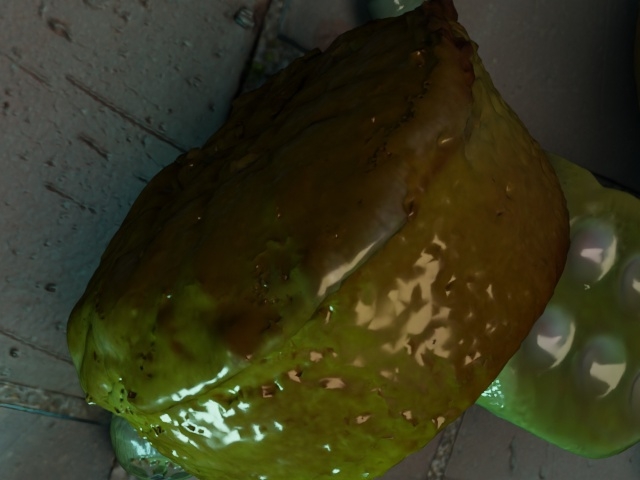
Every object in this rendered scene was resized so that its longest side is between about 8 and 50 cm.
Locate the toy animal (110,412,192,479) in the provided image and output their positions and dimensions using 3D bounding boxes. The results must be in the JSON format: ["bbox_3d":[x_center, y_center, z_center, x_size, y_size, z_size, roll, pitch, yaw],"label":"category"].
[{"bbox_3d":[-0.136,0.162,1.034,0.098,0.137,0.098,7,58,-12],"label":"toy animal"}]

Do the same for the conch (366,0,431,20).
[{"bbox_3d":[0.076,-0.188,1.080,0.065,0.088,0.180,-13,122,20],"label":"conch"}]

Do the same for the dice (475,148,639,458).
[{"bbox_3d":[0.193,0.049,1.087,0.238,0.233,0.227,28,88,-29],"label":"dice"}]

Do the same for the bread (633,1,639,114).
[{"bbox_3d":[0.455,-0.137,1.109,0.252,0.376,0.348,-7,110,-7],"label":"bread"}]

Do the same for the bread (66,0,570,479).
[{"bbox_3d":[0.000,0.000,0.883,0.398,0.398,0.215,-45,108,-12],"label":"bread"}]
